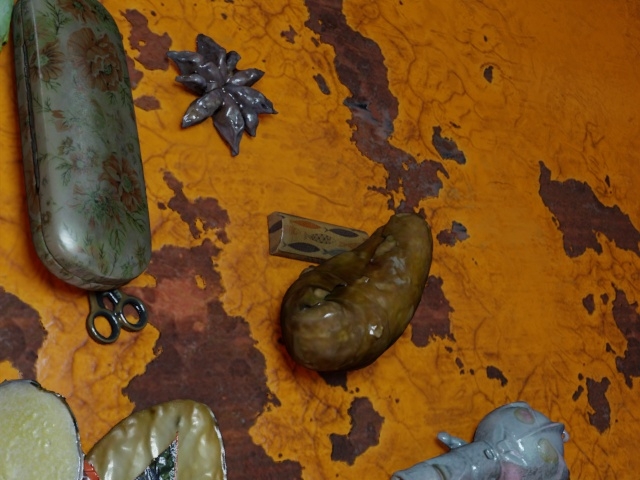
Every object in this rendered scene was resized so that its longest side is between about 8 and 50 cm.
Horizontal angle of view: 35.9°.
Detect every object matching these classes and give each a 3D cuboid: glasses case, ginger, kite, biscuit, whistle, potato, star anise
[{"bbox_3d":[0.000,0.000,1.499,0.170,0.041,0.065,12,62,-36],"label":"glasses case"},{"bbox_3d":[-0.306,-0.140,1.258,0.156,0.098,0.425,16,55,-49],"label":"glasses case"},{"bbox_3d":[0.054,0.085,1.428,0.165,0.172,0.321,26,42,20],"label":"ginger"},{"bbox_3d":[-0.221,0.320,1.127,0.232,0.009,0.189,-40,96,-40],"label":"kite"},{"bbox_3d":[-0.196,0.303,1.190,0.203,0.041,0.260,39,48,-14],"label":"biscuit"},{"bbox_3d":[0.255,0.335,1.499,0.346,0.134,0.142,-11,79,-33],"label":"whistle"},{"bbox_3d":[-0.347,0.250,1.061,0.164,0.081,0.200,33,55,-28],"label":"potato"},{"bbox_3d":[-0.149,-0.227,1.470,0.182,0.065,0.195,45,52,-12],"label":"star anise"}]

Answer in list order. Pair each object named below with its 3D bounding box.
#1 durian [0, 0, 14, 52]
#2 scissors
[{"bbox_3d":[-0.429,-0.383,1.238,0.157,0.169,0.355,9,70,-42],"label":"durian"},{"bbox_3d":[-0.296,0.025,1.256,0.088,0.017,0.220,-24,85,-43],"label":"scissors"}]
